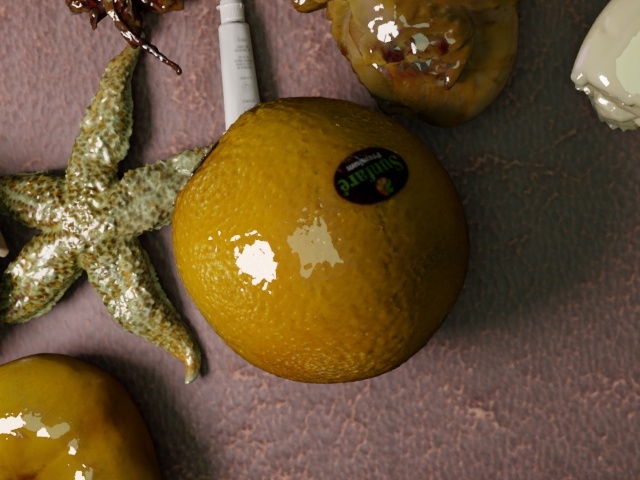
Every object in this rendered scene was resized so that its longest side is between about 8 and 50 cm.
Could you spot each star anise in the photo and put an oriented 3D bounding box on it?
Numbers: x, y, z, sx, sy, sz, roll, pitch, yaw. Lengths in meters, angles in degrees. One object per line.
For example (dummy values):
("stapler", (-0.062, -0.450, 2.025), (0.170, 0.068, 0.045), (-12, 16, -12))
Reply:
("star anise", (-0.188, -0.231, 1.458), (0.097, 0.070, 0.191), (-44, 74, 0))

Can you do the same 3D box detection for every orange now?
("orange", (0.000, 0.000, 1.345), (0.274, 0.274, 0.274), (1, 95, 10))

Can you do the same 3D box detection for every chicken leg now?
("chicken leg", (0.055, -0.314, 1.337), (0.295, 0.182, 0.409), (17, 117, 28))

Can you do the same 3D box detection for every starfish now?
("starfish", (-0.238, -0.039, 1.489), (0.347, 0.078, 0.358), (5, 95, 13))

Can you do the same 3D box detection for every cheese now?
("cheese", (0.371, -0.138, 1.338), (0.266, 0.127, 0.233), (38, 103, 8))

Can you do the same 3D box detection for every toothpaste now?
("toothpaste", (-0.079, -0.147, 1.457), (0.048, 0.031, 0.190), (-5, 85, -18))

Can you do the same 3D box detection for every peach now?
("peach", (-0.282, 0.240, 1.480), (0.251, 0.153, 0.251), (0, 88, 8))

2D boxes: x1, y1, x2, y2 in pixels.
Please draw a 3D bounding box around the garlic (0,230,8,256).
("garlic", (-0.472, 0.042, 1.493), (0.325, 0.132, 0.279), (-44, 73, 18))
